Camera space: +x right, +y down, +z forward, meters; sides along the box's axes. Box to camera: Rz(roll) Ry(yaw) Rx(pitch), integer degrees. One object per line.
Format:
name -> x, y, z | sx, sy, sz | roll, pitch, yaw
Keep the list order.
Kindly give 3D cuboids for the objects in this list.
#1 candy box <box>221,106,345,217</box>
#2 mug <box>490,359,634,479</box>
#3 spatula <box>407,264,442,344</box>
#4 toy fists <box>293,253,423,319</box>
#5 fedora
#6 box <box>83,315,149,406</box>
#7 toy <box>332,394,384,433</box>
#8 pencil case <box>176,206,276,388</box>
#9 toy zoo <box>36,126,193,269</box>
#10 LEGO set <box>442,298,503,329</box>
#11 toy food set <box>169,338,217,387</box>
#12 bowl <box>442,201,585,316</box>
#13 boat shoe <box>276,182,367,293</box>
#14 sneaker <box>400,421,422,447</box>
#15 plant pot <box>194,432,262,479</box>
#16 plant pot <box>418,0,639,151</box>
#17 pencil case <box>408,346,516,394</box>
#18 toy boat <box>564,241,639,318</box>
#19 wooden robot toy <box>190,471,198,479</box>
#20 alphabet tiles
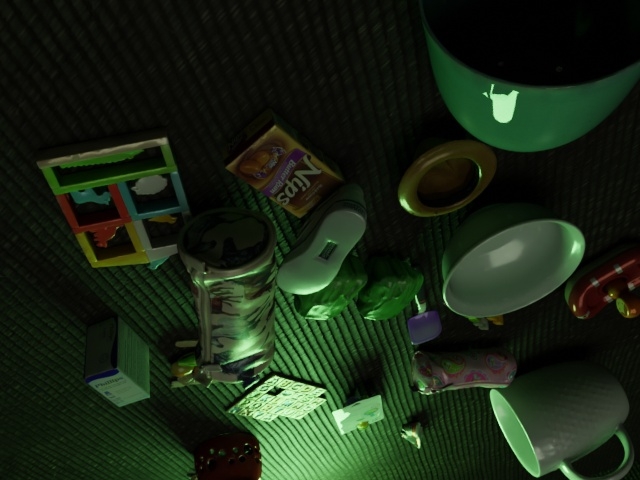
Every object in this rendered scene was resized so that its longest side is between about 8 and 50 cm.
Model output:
candy box -> -0.057, -0.121, 0.987 | 0.109, 0.053, 0.187 | -37, 138, 20
mug -> 0.738, 0.537, 1.762 | 0.328, 0.374, 0.276 | -23, 135, -4
spatula -> 0.237, 0.151, 1.411 | 0.084, 0.030, 0.296 | -19, 139, 0
toy fists -> 0.082, 0.090, 1.243 | 0.280, 0.096, 0.142 | 5, 142, -25
fedora -> 0.213, -0.124, 1.059 | 0.195, 0.079, 0.194 | -13, 145, -10
box -> -0.408, 0.246, 1.215 | 0.072, 0.126, 0.137 | -19, 139, 3
toy -> 0.105, 0.481, 1.715 | 0.137, 0.056, 0.237 | -20, 145, -3
pencil case -> -0.165, 0.114, 1.106 | 0.160, 0.183, 0.410 | 23, 142, 14
toy zoo -> -0.314, -0.047, 0.994 | 0.193, 0.030, 0.293 | -12, 139, -8
LEGO set -> 0.379, 0.137, 1.417 | 0.087, 0.093, 0.227 | -5, 155, 36
toy food set -> -0.279, 0.296, 1.383 | 0.133, 0.038, 0.192 | -1, 137, -18
bowl -> 0.368, 0.019, 1.232 | 0.298, 0.134, 0.297 | -11, 139, -9
boat shoe -> 0.000, 0.000, 1.074 | 0.096, 0.088, 0.267 | 21, 137, -11
sneaker -> 0.296, 0.627, 1.959 | 0.065, 0.061, 0.157 | 3, 142, 18
plant pot -> -0.257, 0.665, 1.704 | 0.191, 0.174, 0.191 | -8, 137, -8
plant pot -> 0.281, -0.255, 0.796 | 0.293, 0.292, 0.235 | -20, 156, 3
pencil case -> 0.382, 0.351, 1.620 | 0.285, 0.124, 0.124 | 0, 136, -21
toy boat -> 0.720, 0.122, 1.458 | 0.231, 0.151, 0.151 | -37, 135, 21
wooden robot toy -> -0.310, 0.739, 1.836 | 0.174, 0.079, 0.076 | -13, 139, -5
alphabet tiles -> -0.104, 0.435, 1.625 | 0.237, 0.009, 0.198 | 27, 123, -39
